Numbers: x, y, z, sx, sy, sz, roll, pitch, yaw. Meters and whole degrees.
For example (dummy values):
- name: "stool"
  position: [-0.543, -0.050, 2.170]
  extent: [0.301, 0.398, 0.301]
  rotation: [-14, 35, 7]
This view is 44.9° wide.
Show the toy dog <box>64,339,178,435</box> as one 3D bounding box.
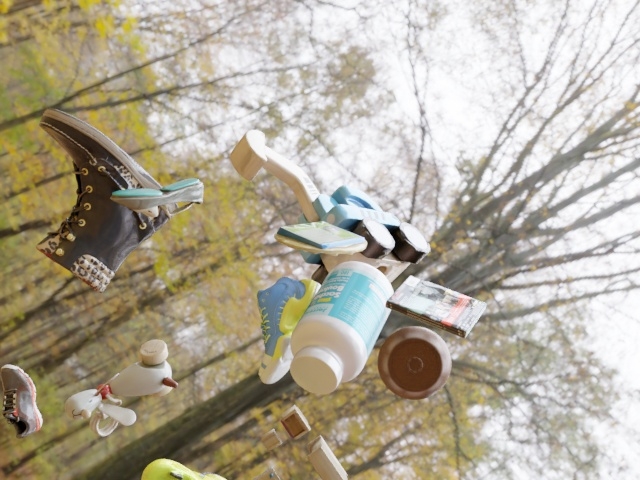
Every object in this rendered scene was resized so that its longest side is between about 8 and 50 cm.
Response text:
- name: "toy dog"
  position: [-0.547, 0.440, 2.240]
  extent: [0.161, 0.334, 0.220]
  rotation: [26, -27, 46]

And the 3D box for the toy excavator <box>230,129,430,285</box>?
- name: "toy excavator"
  position: [0.005, -0.075, 2.027]
  extent: [0.222, 0.433, 0.445]
  rotation: [-49, -126, 28]

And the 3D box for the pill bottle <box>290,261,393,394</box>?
- name: "pill bottle"
  position: [0.035, 0.166, 1.456]
  extent: [0.146, 0.264, 0.146]
  rotation: [12, -53, 17]

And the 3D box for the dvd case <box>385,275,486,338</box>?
- name: "dvd case"
  position: [0.162, 0.091, 1.081]
  extent: [0.119, 0.087, 0.013]
  rotation: [21, -57, 21]

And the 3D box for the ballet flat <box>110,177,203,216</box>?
- name: "ballet flat"
  position: [-0.331, -0.081, 1.601]
  extent: [0.072, 0.213, 0.068]
  rotation: [16, -67, 44]

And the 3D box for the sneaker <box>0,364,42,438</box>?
- name: "sneaker"
  position: [-0.614, 0.329, 1.565]
  extent: [0.061, 0.065, 0.158]
  rotation: [-12, -76, 23]

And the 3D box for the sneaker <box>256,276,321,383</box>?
- name: "sneaker"
  position: [-0.092, 0.176, 1.596]
  extent: [0.126, 0.240, 0.091]
  rotation: [21, -29, 17]

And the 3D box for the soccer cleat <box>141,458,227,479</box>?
- name: "soccer cleat"
  position: [-0.219, 0.445, 1.355]
  extent: [0.289, 0.093, 0.121]
  rotation: [46, -1, -41]

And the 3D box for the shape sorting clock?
- name: "shape sorting clock"
  position: [0.000, 0.000, 1.707]
  extent: [0.206, 0.206, 0.040]
  rotation: [31, -63, 50]

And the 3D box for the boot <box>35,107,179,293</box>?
- name: "boot"
  position: [-0.535, -0.084, 1.744]
  extent: [0.377, 0.284, 0.138]
  rotation: [45, -16, -34]

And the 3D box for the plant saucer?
- name: "plant saucer"
  position: [0.251, 0.330, 2.065]
  extent: [0.198, 0.199, 0.036]
  rotation: [62, 4, 2]

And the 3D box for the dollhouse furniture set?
- name: "dollhouse furniture set"
  position: [-0.111, 0.647, 2.097]
  extent: [0.286, 0.303, 0.198]
  rotation: [55, -5, 4]
